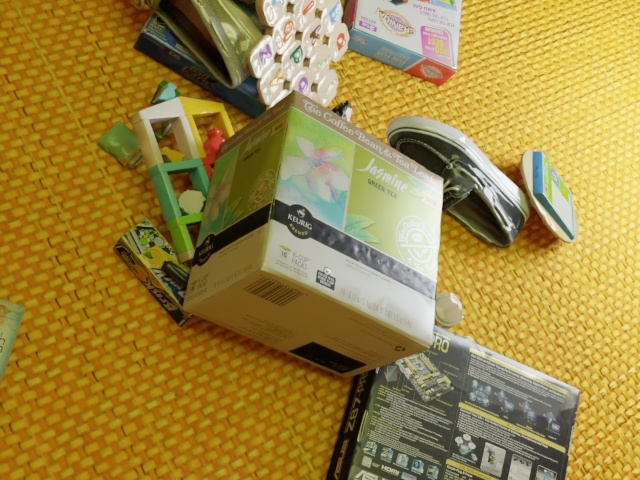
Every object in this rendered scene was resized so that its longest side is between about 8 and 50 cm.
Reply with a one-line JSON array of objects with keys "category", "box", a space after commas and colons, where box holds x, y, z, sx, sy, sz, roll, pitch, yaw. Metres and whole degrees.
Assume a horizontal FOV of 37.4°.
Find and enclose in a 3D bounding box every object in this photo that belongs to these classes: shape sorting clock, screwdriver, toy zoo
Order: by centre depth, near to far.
[{"category": "screwdriver", "box": [-0.176, 0.088, 1.474, 0.170, 0.025, 0.024, 37, 57, -8]}, {"category": "toy zoo", "box": [-0.201, -0.121, 1.554, 0.192, 0.030, 0.293, -15, 84, -50]}, {"category": "shape sorting clock", "box": [0.456, -0.087, 1.890, 0.206, 0.040, 0.206, 37, 40, -40]}]

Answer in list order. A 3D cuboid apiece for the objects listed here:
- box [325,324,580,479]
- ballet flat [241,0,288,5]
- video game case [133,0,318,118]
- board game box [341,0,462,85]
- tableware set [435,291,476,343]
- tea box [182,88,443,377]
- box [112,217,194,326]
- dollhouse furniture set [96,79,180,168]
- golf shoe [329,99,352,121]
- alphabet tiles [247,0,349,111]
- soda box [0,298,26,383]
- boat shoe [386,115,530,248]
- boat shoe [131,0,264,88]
[{"category": "box", "box": [0.232, 0.331, 1.591, 0.395, 0.097, 0.318, 24, 66, -15]}, {"category": "ballet flat", "box": [-0.101, -0.443, 1.707, 0.188, 0.070, 0.070, 26, 60, -20]}, {"category": "video game case", "box": [-0.164, -0.380, 1.722, 0.269, 0.061, 0.244, 30, 58, -13]}, {"category": "board game box", "box": [0.173, -0.499, 1.940, 0.242, 0.064, 0.316, 18, 62, -19]}, {"category": "tableware set", "box": [0.217, 0.180, 1.699, 0.141, 0.020, 0.168, -25, 86, -28]}, {"category": "tea box", "box": [0.000, 0.000, 1.505, 0.329, 0.220, 0.323, 26, 54, -30]}, {"category": "box", "box": [-0.248, 0.052, 1.500, 0.169, 0.054, 0.059, 49, 56, 0]}, {"category": "dollhouse furniture set", "box": [-0.294, -0.196, 1.578, 0.076, 0.058, 0.151, 40, 57, -6]}, {"category": "golf shoe", "box": [0.025, -0.164, 1.728, 0.094, 0.077, 0.198, 37, 61, -25]}, {"category": "alphabet tiles", "box": [-0.037, -0.340, 1.679, 0.021, 0.284, 0.278, 14, 52, 31]}, {"category": "soda box", "box": [-0.472, 0.175, 1.329, 0.058, 0.063, 0.183, 21, 62, -18]}, {"category": "boat shoe", "box": [0.260, -0.108, 1.783, 0.335, 0.121, 0.119, 33, 54, -13]}, {"category": "boat shoe", "box": [-0.231, -0.393, 1.592, 0.320, 0.118, 0.103, 45, 53, -11]}]
